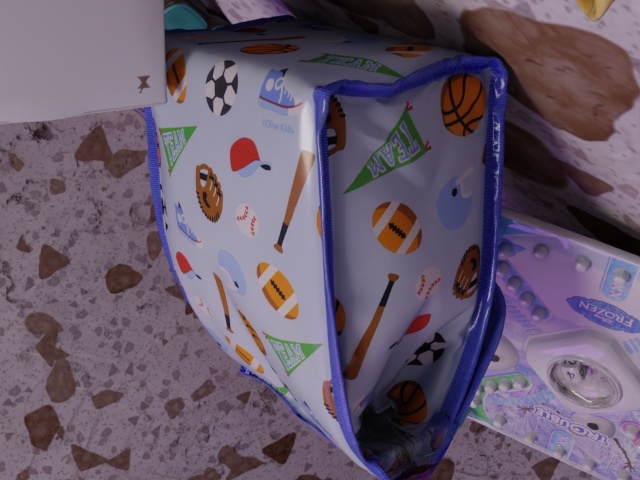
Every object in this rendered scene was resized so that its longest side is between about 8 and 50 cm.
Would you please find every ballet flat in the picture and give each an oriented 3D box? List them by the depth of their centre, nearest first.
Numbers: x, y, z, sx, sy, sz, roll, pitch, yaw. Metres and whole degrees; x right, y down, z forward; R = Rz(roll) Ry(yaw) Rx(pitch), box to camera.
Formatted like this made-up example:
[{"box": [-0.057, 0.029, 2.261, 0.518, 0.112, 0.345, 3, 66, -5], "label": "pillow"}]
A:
[{"box": [-0.156, -0.269, 1.143, 0.074, 0.074, 0.203, 33, 179, 21], "label": "ballet flat"}]

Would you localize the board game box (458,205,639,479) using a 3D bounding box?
[{"box": [0.286, 0.155, 1.014, 0.389, 0.050, 0.390, 22, 143, 20], "label": "board game box"}]

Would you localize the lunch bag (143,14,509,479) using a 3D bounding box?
[{"box": [0.000, 0.000, 0.890, 0.327, 0.238, 0.386, 26, 124, 52], "label": "lunch bag"}]

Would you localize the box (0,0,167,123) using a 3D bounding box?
[{"box": [-0.297, -0.243, 0.848, 0.214, 0.168, 0.345, -11, -149, -26], "label": "box"}]

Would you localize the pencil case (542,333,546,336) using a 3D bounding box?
[{"box": [0.219, 0.029, 1.148, 0.124, 0.124, 0.284, 39, 172, -29], "label": "pencil case"}]

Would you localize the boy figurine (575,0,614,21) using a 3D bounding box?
[{"box": [0.065, -0.185, 0.481, 0.285, 0.092, 0.177, 34, 172, 36], "label": "boy figurine"}]
